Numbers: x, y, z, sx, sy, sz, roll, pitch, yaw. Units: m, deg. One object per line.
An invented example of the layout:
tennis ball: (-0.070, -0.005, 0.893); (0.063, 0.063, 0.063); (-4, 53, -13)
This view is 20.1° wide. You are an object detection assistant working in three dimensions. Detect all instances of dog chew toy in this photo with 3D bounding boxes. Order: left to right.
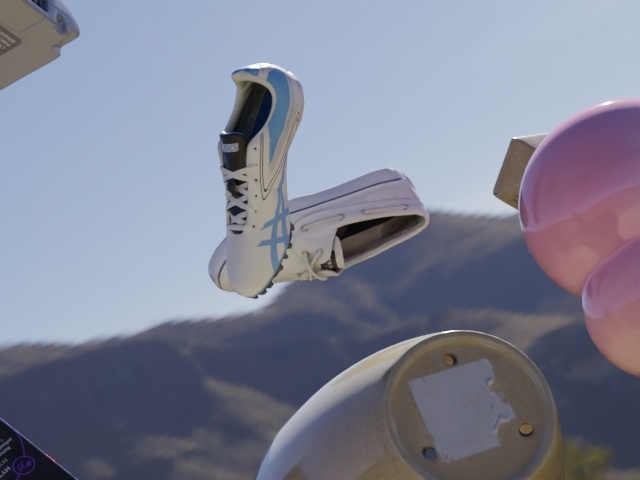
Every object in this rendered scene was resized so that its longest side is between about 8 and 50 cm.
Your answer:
dog chew toy: (0.319, 0.033, 1.663); (0.207, 0.332, 0.206); (-20, -23, -9)

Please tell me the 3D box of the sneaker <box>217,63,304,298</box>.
sneaker: (-0.072, -0.061, 1.815); (0.086, 0.237, 0.085); (9, -5, -41)

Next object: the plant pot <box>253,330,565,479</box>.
plant pot: (0.084, 0.179, 1.391); (0.256, 0.256, 0.274); (-20, -21, -17)

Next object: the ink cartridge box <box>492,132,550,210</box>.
ink cartridge box: (0.368, -0.052, 2.275); (0.193, 0.235, 0.088); (-9, -56, -49)

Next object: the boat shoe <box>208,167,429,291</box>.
boat shoe: (0.000, 0.000, 2.044); (0.258, 0.084, 0.095); (-27, -42, -8)

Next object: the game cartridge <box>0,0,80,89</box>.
game cartridge: (-0.380, -0.214, 1.640); (0.196, 0.060, 0.294); (-30, -32, 15)

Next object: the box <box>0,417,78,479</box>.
box: (-0.273, 0.317, 1.710); (0.165, 0.270, 0.143); (-42, -32, -26)
